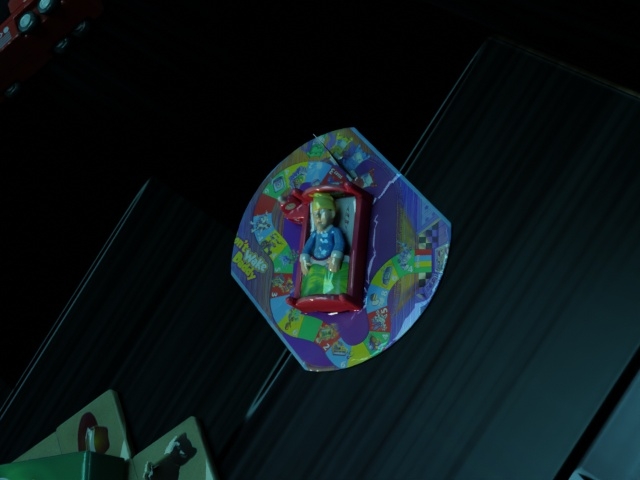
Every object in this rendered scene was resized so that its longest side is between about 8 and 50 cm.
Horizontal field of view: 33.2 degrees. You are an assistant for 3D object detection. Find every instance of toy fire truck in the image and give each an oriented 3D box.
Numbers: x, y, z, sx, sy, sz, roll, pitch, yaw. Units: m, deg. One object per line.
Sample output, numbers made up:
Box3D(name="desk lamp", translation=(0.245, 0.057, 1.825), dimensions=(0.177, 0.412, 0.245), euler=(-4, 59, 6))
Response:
Box3D(name="toy fire truck", translation=(-0.250, -0.224, 0.942), dimensions=(0.192, 0.047, 0.135), euler=(-37, 55, 18))

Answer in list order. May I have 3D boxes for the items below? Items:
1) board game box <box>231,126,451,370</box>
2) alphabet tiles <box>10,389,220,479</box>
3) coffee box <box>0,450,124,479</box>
Box3D(name="board game box", translation=(0.000, 0.000, 0.694), dimensions=(0.133, 0.033, 0.169), euler=(-47, 53, 9))
Box3D(name="alphabet tiles", translation=(-0.185, 0.279, 0.721), dimensions=(0.342, 0.011, 0.285), euler=(-36, 55, 17))
Box3D(name="coffee box", translation=(-0.216, 0.212, 0.735), dimensions=(0.184, 0.040, 0.113), euler=(-16, 64, 29))
